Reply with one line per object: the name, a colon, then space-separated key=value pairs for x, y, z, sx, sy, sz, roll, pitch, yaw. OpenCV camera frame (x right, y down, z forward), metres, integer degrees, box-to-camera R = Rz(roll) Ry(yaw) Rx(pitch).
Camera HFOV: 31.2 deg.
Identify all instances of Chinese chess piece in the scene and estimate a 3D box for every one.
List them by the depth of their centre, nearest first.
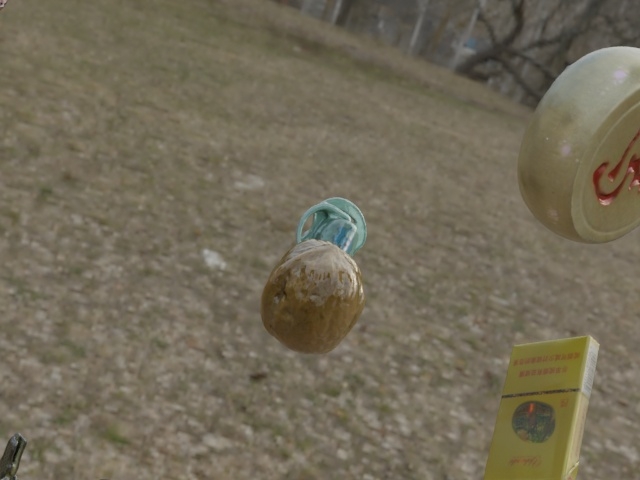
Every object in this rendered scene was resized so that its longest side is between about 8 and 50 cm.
Chinese chess piece: x=0.381 y=-0.124 z=1.515 sx=0.273 sy=0.273 sz=0.102 roll=2 pitch=26 yaw=-44

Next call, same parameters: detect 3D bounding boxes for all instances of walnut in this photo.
walnut: x=-0.013 y=0.079 z=1.613 sx=0.149 sy=0.166 sz=0.166 roll=12 pitch=17 yaw=-28

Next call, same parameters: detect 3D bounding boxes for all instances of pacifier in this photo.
pacifier: x=0.000 y=0.000 z=1.838 sx=0.127 sy=0.150 sz=0.117 roll=28 pitch=-12 yaw=-29

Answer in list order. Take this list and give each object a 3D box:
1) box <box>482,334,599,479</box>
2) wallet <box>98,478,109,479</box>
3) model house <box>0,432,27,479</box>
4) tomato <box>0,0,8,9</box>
box: x=0.198 y=0.160 z=1.032 sx=0.087 sy=0.155 sz=0.023 roll=-11 pitch=-41 yaw=41
wallet: x=-0.200 y=0.355 z=1.309 sx=0.198 sy=0.110 sz=0.031 roll=19 pitch=-21 yaw=24
model house: x=-0.619 y=0.440 z=2.076 sx=0.218 sy=0.278 sz=0.205 roll=27 pitch=10 yaw=34
tomato: x=-0.575 y=-0.401 z=1.786 sx=0.174 sy=0.082 sz=0.166 roll=34 pitch=37 yaw=-36
